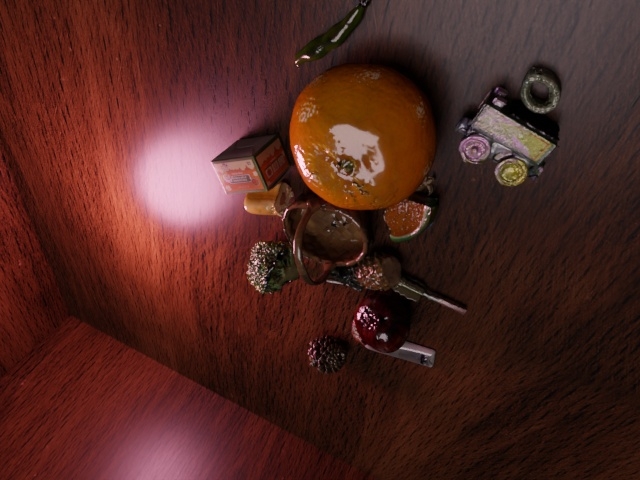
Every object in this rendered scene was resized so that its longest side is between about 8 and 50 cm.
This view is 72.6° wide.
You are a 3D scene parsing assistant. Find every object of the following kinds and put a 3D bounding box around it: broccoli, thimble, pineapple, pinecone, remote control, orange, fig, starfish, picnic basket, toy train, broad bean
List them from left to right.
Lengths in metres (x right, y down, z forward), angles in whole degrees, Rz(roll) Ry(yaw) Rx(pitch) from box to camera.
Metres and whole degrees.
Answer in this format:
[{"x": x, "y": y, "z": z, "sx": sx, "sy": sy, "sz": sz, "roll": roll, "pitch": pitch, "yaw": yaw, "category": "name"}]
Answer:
[{"x": -0.206, "y": 0.098, "z": 1.823, "sx": 0.181, "sy": 0.273, "sz": 0.242, "roll": 26, "pitch": 94, "yaw": 21, "category": "broccoli"}, {"x": 0.000, "y": 0.000, "z": 1.530, "sx": 0.338, "sy": 0.337, "sz": 0.292, "roll": 5, "pitch": 129, "yaw": 28, "category": "picnic basket"}, {"x": 0.024, "y": 0.539, "z": 2.084, "sx": 0.205, "sy": 0.179, "sz": 0.184, "roll": 13, "pitch": 112, "yaw": 44, "category": "pinecone"}, {"x": 0.030, "y": -0.567, "z": 1.223, "sx": 0.298, "sy": 0.043, "sz": 0.060, "roll": -22, "pitch": 102, "yaw": 40, "category": "broad bean"}, {"x": 0.109, "y": -0.276, "z": 1.220, "sx": 0.425, "sy": 0.326, "sz": 0.423, "roll": 16, "pitch": 135, "yaw": 17, "category": "orange"}, {"x": 0.153, "y": 0.123, "z": 1.664, "sx": 0.170, "sy": 0.140, "sz": 0.310, "roll": 16, "pitch": 163, "yaw": -37, "category": "pineapple"}, {"x": 0.256, "y": 0.339, "z": 1.748, "sx": 0.224, "sy": 0.224, "sz": 0.263, "roll": -2, "pitch": 127, "yaw": 32, "category": "fig"}, {"x": 0.344, "y": 0.488, "z": 1.928, "sx": 0.313, "sy": 0.055, "sz": 0.109, "roll": 13, "pitch": 132, "yaw": 21, "category": "remote control"}, {"x": 0.329, "y": -0.178, "z": 1.388, "sx": 0.078, "sy": 0.028, "sz": 0.091, "roll": 41, "pitch": 139, "yaw": -4, "category": "starfish"}, {"x": 0.489, "y": -0.264, "z": 1.143, "sx": 0.261, "sy": 0.134, "sz": 0.177, "roll": 32, "pitch": 136, "yaw": 2, "category": "toy train"}, {"x": 0.541, "y": -0.371, "z": 1.072, "sx": 0.085, "sy": 0.062, "sz": 0.110, "roll": -19, "pitch": 116, "yaw": 39, "category": "thimble"}]

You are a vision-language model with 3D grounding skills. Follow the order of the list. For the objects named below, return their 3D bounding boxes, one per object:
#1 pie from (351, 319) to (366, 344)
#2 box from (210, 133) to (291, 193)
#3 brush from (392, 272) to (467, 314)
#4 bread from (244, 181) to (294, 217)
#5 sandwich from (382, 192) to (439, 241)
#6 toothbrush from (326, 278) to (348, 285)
[{"x": 0.205, "y": 0.391, "z": 1.913, "sx": 0.154, "sy": 0.038, "sz": 0.153, "roll": 6, "pitch": 105, "yaw": 25, "category": "pie"}, {"x": -0.241, "y": -0.266, "z": 1.542, "sx": 0.195, "sy": 0.177, "sz": 0.148, "roll": 0, "pitch": 127, "yaw": 31, "category": "box"}, {"x": 0.406, "y": 0.210, "z": 1.644, "sx": 0.301, "sy": 0.071, "sz": 0.084, "roll": 26, "pitch": 132, "yaw": 9, "category": "brush"}, {"x": -0.198, "y": -0.156, "z": 1.655, "sx": 0.173, "sy": 0.134, "sz": 0.085, "roll": 8, "pitch": 161, "yaw": 31, "category": "bread"}, {"x": 0.296, "y": -0.080, "z": 1.450, "sx": 0.159, "sy": 0.079, "sz": 0.235, "roll": 41, "pitch": 145, "yaw": 19, "category": "sandwich"}, {"x": 0.119, "y": 0.179, "z": 1.827, "sx": 0.204, "sy": 0.017, "sz": 0.022, "roll": 7, "pitch": 110, "yaw": 25, "category": "toothbrush"}]
